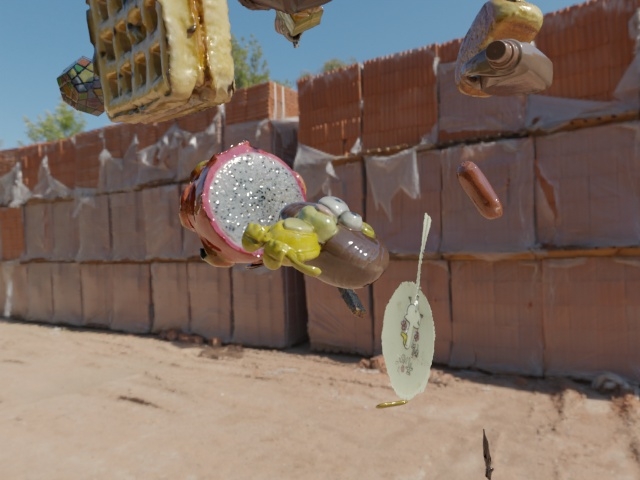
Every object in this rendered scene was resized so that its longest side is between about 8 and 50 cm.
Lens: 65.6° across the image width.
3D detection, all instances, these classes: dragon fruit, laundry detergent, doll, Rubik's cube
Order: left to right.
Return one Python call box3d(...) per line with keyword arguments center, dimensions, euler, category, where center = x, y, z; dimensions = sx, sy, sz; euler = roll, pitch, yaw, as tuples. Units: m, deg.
box3d(center=(-0.428, -0.287, 0.924), dimensions=(0.093, 0.111, 0.111), euler=(2, 2, 7), category="Rubik's cube")
box3d(center=(-0.199, -0.070, 1.217), dimensions=(0.306, 0.305, 0.226), euler=(-3, -12, -38), category="dragon fruit")
box3d(center=(0.006, 0.004, 0.566), dimensions=(0.145, 0.096, 0.188), euler=(23, 15, 11), category="doll")
box3d(center=(0.370, -0.357, 1.038), dimensions=(0.171, 0.075, 0.237), euler=(3, 5, 41), category="laundry detergent")

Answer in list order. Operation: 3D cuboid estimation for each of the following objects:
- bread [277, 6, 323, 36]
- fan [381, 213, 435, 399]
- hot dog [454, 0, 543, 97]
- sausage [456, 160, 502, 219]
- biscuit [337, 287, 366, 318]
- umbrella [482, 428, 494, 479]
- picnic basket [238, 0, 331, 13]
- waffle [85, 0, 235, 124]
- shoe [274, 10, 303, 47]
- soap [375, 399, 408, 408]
box3d(center=(-0.065, -0.594, 1.229), dimensions=(0.084, 0.139, 0.074), euler=(-29, -3, -11), category="bread")
box3d(center=(0.203, 0.124, 1.046), dimensions=(0.012, 0.414, 0.233), euler=(-5, -27, 36), category="fan")
box3d(center=(0.645, -0.739, 1.845), dimensions=(0.186, 0.223, 0.405), euler=(7, -28, -8), category="hot dog")
box3d(center=(0.468, -0.147, 1.463), dimensions=(0.077, 0.194, 0.077), euler=(-30, -7, -4), category="sausage")
box3d(center=(0.093, 0.179, 1.690), dimensions=(0.034, 0.199, 0.064), euler=(-45, -43, 20), category="biscuit")
box3d(center=(0.291, 0.383, 0.867), dimensions=(0.022, 0.122, 0.013), euler=(-11, 10, -37), category="umbrella")
box3d(center=(-0.037, -0.520, 0.821), dimensions=(0.223, 0.296, 0.129), euler=(-29, 56, -22), category="picnic basket")
box3d(center=(-0.234, -0.361, 0.677), dimensions=(0.114, 0.375, 0.261), euler=(-11, 12, -37), category="waffle")
box3d(center=(-0.084, -0.659, 1.474), dimensions=(0.089, 0.092, 0.180), euler=(-22, -17, -20), category="shoe")
box3d(center=(0.182, 0.417, 1.264), dimensions=(0.089, 0.012, 0.034), euler=(-3, -28, -18), category="soap")
